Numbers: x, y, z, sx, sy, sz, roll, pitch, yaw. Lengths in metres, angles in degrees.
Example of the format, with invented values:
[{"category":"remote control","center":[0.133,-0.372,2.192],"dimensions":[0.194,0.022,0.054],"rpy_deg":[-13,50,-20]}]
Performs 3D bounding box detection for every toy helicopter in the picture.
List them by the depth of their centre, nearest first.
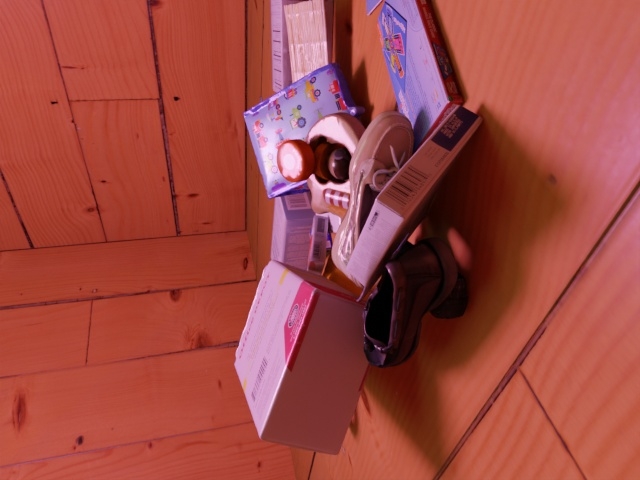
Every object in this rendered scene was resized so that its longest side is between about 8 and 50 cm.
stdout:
[{"category":"toy helicopter","center":[0.077,-0.073,0.932],"dimensions":[0.235,0.140,0.355],"rpy_deg":[-18,91,45]}]

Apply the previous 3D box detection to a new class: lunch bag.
[{"category":"lunch bag","center":[-0.018,-0.246,1.115],"dimensions":[0.293,0.138,0.220],"rpy_deg":[-18,89,46]}]

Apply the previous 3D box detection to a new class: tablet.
[{"category":"tablet","center":[0.105,-0.479,0.948],"dimensions":[0.083,0.006,0.054],"rpy_deg":[-170,75,-74]}]

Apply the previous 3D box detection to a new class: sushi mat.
[{"category":"sushi mat","center":[-0.026,-0.398,1.166],"dimensions":[0.151,0.019,0.316],"rpy_deg":[17,118,48]}]

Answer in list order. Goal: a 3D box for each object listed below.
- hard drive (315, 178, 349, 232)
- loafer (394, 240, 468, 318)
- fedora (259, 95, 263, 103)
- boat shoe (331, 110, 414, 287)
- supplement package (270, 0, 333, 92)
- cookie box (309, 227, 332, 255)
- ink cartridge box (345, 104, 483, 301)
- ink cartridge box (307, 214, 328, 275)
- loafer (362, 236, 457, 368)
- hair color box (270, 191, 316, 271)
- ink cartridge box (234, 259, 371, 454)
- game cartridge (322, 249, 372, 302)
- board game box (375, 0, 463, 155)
[{"category":"hard drive","center":[0.022,-0.197,1.295],"dimensions":[0.233,0.047,0.353],"rpy_deg":[-177,82,-75]},{"category":"loafer","center":[0.163,0.038,0.784],"dimensions":[0.223,0.076,0.078],"rpy_deg":[-128,40,-57]},{"category":"fedora","center":[-0.089,-0.317,1.462],"dimensions":[0.243,0.124,0.275],"rpy_deg":[70,-174,-47]},{"category":"boat shoe","center":[0.098,-0.062,0.792],"dimensions":[0.089,0.105,0.285],"rpy_deg":[-130,47,-58]},{"category":"supplement package","center":[-0.052,-0.513,1.284],"dimensions":[0.134,0.139,0.244],"rpy_deg":[-125,33,-61]},{"category":"cookie box","center":[0.000,0.000,1.466],"dimensions":[0.107,0.040,0.091],"rpy_deg":[120,142,-68]},{"category":"ink cartridge box","center":[0.119,-0.046,0.682],"dimensions":[0.045,0.223,0.224],"rpy_deg":[35,147,12]},{"category":"ink cartridge box","center":[-0.018,0.041,1.288],"dimensions":[0.179,0.045,0.145],"rpy_deg":[111,166,-54]},{"category":"loafer","center":[0.100,0.107,0.733],"dimensions":[0.302,0.095,0.109],"rpy_deg":[106,144,-49]},{"category":"hair color box","center":[-0.097,-0.002,1.704],"dimensions":[0.374,0.114,0.185],"rpy_deg":[101,159,-46]},{"category":"ink cartridge box","center":[-0.044,0.213,1.028],"dimensions":[0.279,0.160,0.385],"rpy_deg":[-71,18,1]},{"category":"game cartridge","center":[0.047,0.180,1.138],"dimensions":[0.324,0.053,0.285],"rpy_deg":[-155,83,-71]},{"category":"board game box","center":[0.151,-0.295,0.792],"dimensions":[0.145,0.027,0.281],"rpy_deg":[119,143,-65]}]
